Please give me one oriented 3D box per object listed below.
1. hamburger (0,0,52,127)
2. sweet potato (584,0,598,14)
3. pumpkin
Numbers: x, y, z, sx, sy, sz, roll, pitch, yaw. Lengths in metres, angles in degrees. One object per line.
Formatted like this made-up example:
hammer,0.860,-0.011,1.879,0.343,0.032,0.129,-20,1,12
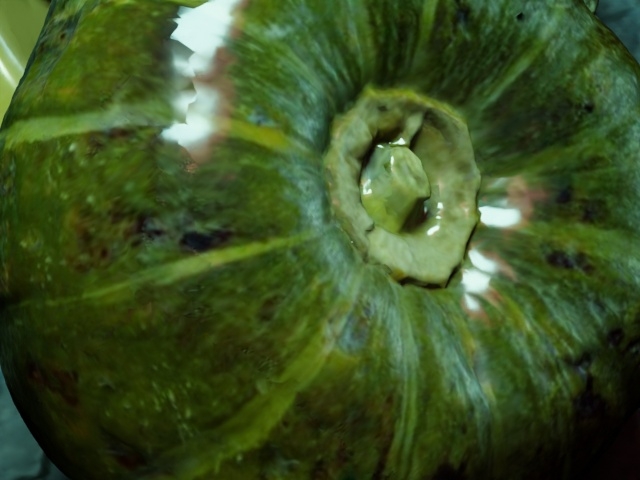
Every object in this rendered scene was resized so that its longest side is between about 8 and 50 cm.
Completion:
hamburger,-0.061,-0.114,0.679,0.137,0.175,0.175,-19,50,-36
sweet potato,0.067,-0.180,0.804,0.081,0.062,0.233,0,50,-3
pumpkin,0.000,0.000,0.561,0.219,0.162,0.219,4,82,-31
